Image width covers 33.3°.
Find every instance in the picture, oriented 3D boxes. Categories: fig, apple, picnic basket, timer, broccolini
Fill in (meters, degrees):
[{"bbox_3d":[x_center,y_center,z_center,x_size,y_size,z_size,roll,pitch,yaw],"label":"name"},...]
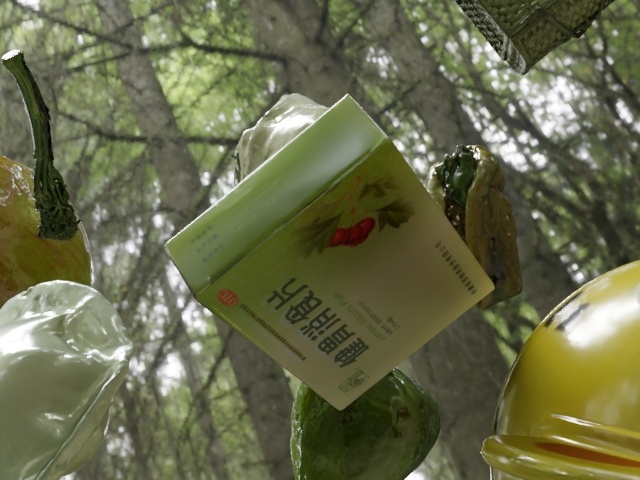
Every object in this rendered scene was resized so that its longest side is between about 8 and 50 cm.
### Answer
[{"bbox_3d":[0.035,0.290,1.435,0.275,0.206,0.206,-58,-37,-7],"label":"fig"},{"bbox_3d":[-0.500,0.040,1.577,0.340,0.339,0.339,-15,-35,-11],"label":"apple"},{"bbox_3d":[0.287,-0.322,1.336,0.196,0.154,0.134,-38,-8,3],"label":"picnic basket"},{"bbox_3d":[0.301,0.167,0.788,0.376,0.376,0.387,-24,-8,3],"label":"timer"},{"bbox_3d":[-0.295,-0.093,1.126,0.054,0.051,0.239,-23,-43,-22],"label":"broccolini"}]

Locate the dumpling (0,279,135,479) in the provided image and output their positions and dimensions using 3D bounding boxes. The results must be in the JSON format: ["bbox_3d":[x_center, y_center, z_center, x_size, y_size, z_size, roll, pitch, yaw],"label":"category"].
[{"bbox_3d":[-0.255,0.124,1.000,0.131,0.252,0.179,34,-79,-37],"label":"dumpling"}]

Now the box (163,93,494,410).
[{"bbox_3d":[0.019,0.022,0.846,0.175,0.062,0.260,-39,-36,3],"label":"box"}]

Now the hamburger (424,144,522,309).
[{"bbox_3d":[0.180,-0.009,1.258,0.130,0.206,0.183,9,-1,15],"label":"hamburger"}]

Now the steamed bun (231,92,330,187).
[{"bbox_3d":[0.000,0.000,1.420,0.247,0.352,0.339,-40,-52,-4],"label":"steamed bun"}]
